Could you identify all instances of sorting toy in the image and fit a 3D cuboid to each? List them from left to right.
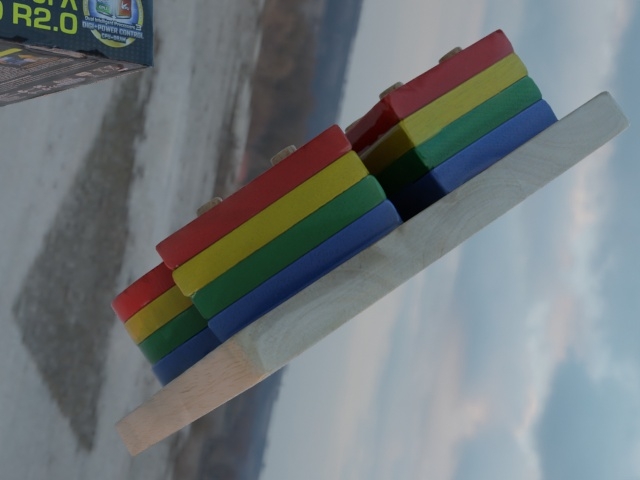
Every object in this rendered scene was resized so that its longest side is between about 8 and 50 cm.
[{"bbox_3d":[0.000,0.000,0.711,0.255,0.089,0.257,-33,177,-27],"label":"sorting toy"}]

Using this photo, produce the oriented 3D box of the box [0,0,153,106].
[{"bbox_3d":[-0.264,-0.124,0.748,0.270,0.216,0.060,-5,-97,45],"label":"box"}]
